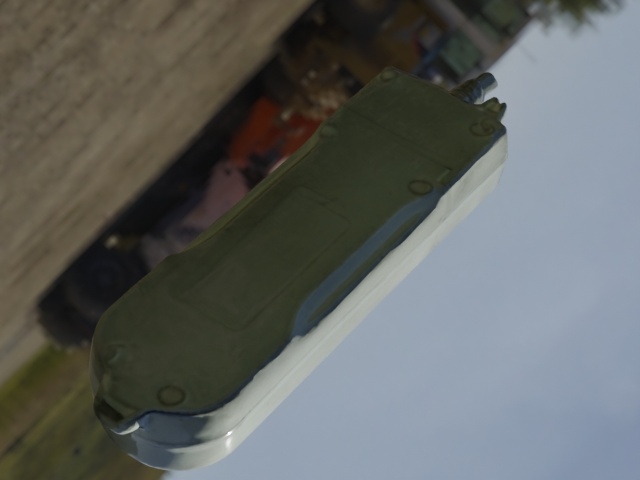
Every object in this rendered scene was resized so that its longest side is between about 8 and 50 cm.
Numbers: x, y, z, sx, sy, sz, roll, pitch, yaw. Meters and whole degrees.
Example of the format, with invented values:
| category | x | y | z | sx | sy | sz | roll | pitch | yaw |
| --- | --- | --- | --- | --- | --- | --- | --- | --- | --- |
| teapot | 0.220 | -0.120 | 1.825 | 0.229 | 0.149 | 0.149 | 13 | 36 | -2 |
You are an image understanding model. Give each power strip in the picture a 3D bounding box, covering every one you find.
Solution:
| category | x | y | z | sx | sy | sz | roll | pitch | yaw |
| --- | --- | --- | --- | --- | --- | --- | --- | --- | --- |
| power strip | 0.000 | 0.000 | 0.499 | 0.191 | 0.047 | 0.030 | -43 | 152 | -38 |
